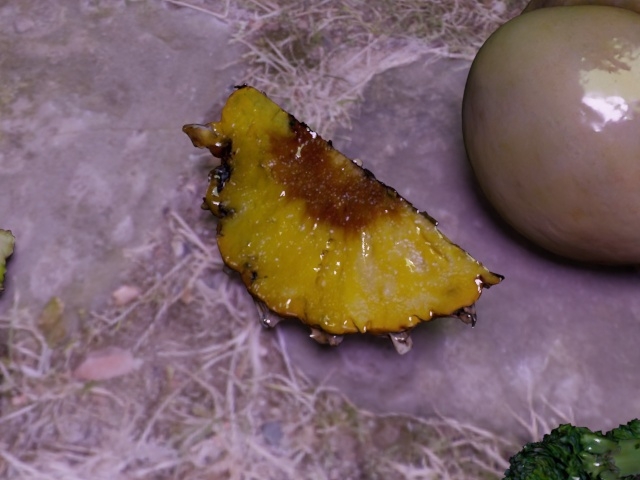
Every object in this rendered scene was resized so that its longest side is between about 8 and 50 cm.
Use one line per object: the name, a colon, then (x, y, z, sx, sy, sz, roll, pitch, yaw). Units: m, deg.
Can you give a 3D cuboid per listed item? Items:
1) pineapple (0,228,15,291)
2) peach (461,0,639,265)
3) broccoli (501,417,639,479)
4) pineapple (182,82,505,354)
pineapple: (-0.387, 0.051, 0.741, 0.209, 0.286, 0.344, -16, 96, 13)
peach: (0.275, -0.107, 0.879, 0.292, 0.247, 0.292, 22, 48, -27)
broccoli: (0.272, 0.196, 0.640, 0.298, 0.297, 0.297, 23, 23, -11)
pineapple: (0.003, 0.001, 0.847, 0.334, 0.158, 0.161, 36, 97, 22)
